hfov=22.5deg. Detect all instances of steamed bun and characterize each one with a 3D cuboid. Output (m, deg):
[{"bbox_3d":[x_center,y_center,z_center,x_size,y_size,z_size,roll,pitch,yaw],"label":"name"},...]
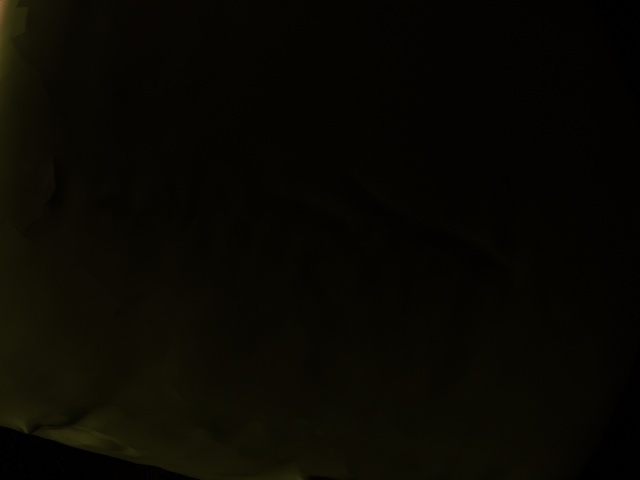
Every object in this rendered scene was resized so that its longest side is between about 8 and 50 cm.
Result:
[{"bbox_3d":[-0.058,-0.068,0.805,0.290,0.371,0.456,-66,24,10],"label":"steamed bun"}]
